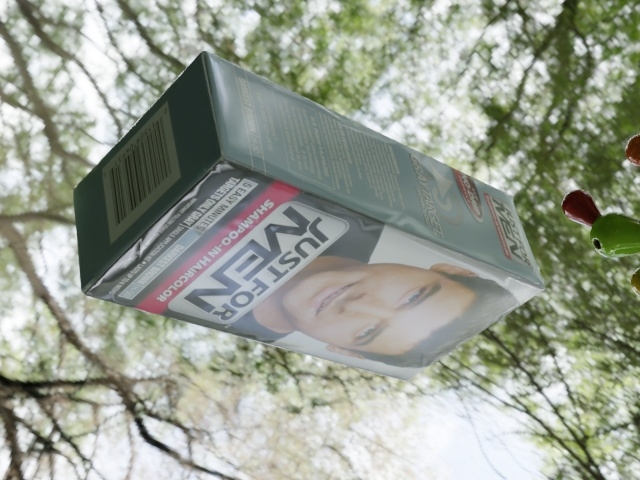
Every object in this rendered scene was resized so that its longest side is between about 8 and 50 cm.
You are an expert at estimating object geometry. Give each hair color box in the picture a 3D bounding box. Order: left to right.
[{"bbox_3d":[0.000,0.000,0.894,0.185,0.374,0.113,-39,-131,32],"label":"hair color box"}]

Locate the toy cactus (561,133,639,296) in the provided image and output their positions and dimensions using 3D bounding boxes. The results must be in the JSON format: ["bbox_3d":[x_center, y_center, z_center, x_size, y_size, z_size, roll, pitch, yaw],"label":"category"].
[{"bbox_3d":[0.279,0.000,0.644,0.180,0.219,0.112,-115,-153,-55],"label":"toy cactus"}]
